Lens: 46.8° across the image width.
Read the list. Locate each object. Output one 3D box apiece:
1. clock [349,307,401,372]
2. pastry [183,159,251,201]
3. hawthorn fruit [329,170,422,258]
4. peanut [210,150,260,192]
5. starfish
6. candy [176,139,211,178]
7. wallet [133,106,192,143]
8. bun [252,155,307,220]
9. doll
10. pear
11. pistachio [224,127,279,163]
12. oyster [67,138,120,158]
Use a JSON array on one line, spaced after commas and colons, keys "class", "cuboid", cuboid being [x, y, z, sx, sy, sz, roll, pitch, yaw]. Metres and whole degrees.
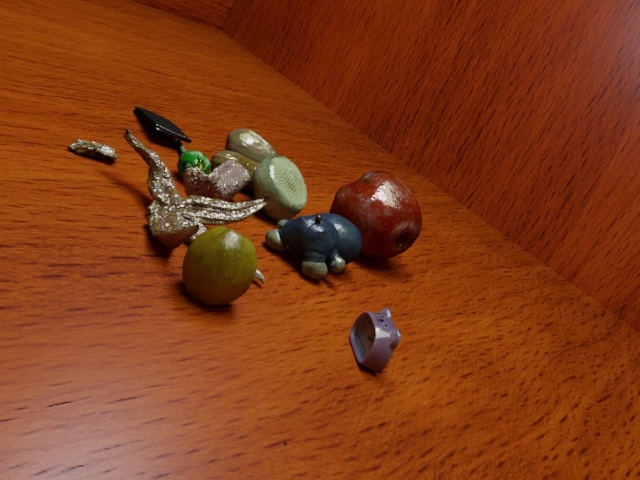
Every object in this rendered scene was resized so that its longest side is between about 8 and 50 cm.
[{"class": "clock", "cuboid": [0.119, 0.212, 1.643, 0.050, 0.110, 0.153, 24, 20, -20]}, {"class": "pastry", "cuboid": [-0.269, -0.150, 1.977, 0.112, 0.103, 0.265, 45, 24, 8]}, {"class": "hawthorn fruit", "cuboid": [0.166, -0.072, 2.229, 0.284, 0.284, 0.284, 26, 19, -10]}, {"class": "peanut", "cuboid": [-0.228, -0.202, 2.196, 0.225, 0.095, 0.108, 20, 4, -33]}, {"class": "starfish", "cuboid": [-0.295, -0.078, 1.726, 0.383, 0.132, 0.398, 17, 27, -20]}, {"class": "candy", "cuboid": [-0.387, -0.243, 2.129, 0.097, 0.097, 0.323, 20, 14, -27]}, {"class": "wallet", "cuboid": [-0.485, -0.359, 2.270, 0.124, 0.025, 0.244, 20, 11, -35]}, {"class": "bun", "cuboid": [-0.128, -0.150, 2.131, 0.195, 0.118, 0.196, 37, 41, -40]}, {"class": "doll", "cuboid": [0.000, 0.000, 1.977, 0.228, 0.154, 0.258, 34, 13, 23]}, {"class": "pear", "cuboid": [-0.205, 0.051, 1.514, 0.148, 0.162, 0.149, 29, 8, -4]}, {"class": "pistachio", "cuboid": [-0.211, -0.272, 2.349, 0.206, 0.131, 0.130, 29, 27, -15]}, {"class": "oyster", "cuboid": [-0.572, -0.229, 1.870, 0.132, 0.029, 0.086, 18, 16, -23]}]
